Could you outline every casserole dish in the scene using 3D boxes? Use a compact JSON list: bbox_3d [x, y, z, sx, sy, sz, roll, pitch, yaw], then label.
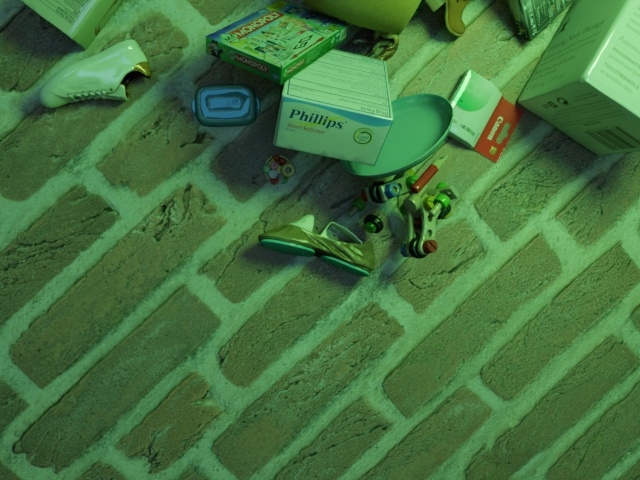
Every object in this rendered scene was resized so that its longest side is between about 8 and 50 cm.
[{"bbox_3d":[-0.259,-0.371,1.367,0.188,0.037,0.114,-3,97,-7],"label":"casserole dish"}]

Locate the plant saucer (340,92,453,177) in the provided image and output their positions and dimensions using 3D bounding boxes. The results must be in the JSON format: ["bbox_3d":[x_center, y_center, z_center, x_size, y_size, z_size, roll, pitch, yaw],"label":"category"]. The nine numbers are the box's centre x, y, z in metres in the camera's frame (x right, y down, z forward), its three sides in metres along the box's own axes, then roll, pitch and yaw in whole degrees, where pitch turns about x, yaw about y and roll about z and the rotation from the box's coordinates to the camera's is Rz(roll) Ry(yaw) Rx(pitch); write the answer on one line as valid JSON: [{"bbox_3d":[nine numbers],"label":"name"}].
[{"bbox_3d":[0.200,-0.270,1.317,0.317,0.317,0.044,-39,127,-2],"label":"plant saucer"}]

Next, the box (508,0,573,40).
[{"bbox_3d":[0.599,-0.699,1.363,0.183,0.056,0.231,-45,137,-1],"label":"box"}]

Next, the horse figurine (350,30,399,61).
[{"bbox_3d":[0.147,-0.608,1.376,0.174,0.066,0.263,-24,93,-1],"label":"horse figurine"}]

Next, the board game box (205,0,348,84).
[{"bbox_3d":[-0.098,-0.498,1.232,0.213,0.046,0.317,27,48,15],"label":"board game box"}]

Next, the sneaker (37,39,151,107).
[{"bbox_3d":[-0.576,-0.398,1.289,0.290,0.106,0.123,-31,96,-4],"label":"sneaker"}]

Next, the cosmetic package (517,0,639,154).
[{"bbox_3d":[0.824,-0.484,1.338,0.327,0.329,0.394,29,91,-8],"label":"cosmetic package"}]

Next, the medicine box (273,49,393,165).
[{"bbox_3d":[0.029,-0.353,1.267,0.263,0.289,0.149,10,137,-8],"label":"medicine box"}]

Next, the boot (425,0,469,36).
[{"bbox_3d":[0.383,-0.644,1.333,0.152,0.197,0.073,-34,57,29],"label":"boot"}]

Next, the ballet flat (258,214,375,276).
[{"bbox_3d":[0.000,0.000,1.409,0.342,0.116,0.124,16,74,-9],"label":"ballet flat"}]

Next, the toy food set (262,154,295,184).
[{"bbox_3d":[-0.119,-0.199,1.409,0.082,0.020,0.083,-45,99,-1],"label":"toy food set"}]

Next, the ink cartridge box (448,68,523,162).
[{"bbox_3d":[0.470,-0.356,1.449,0.224,0.056,0.181,28,92,-7],"label":"ink cartridge box"}]

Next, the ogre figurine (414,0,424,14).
[{"bbox_3d":[0.245,-0.705,1.328,0.096,0.197,0.118,-31,78,8],"label":"ogre figurine"}]

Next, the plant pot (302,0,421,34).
[{"bbox_3d":[0.121,-0.633,1.248,0.254,0.237,0.237,30,92,-8],"label":"plant pot"}]

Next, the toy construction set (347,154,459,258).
[{"bbox_3d":[0.270,-0.127,1.334,0.257,0.309,0.237,41,65,5],"label":"toy construction set"}]

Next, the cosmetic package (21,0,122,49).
[{"bbox_3d":[-0.580,-0.654,1.251,0.153,0.129,0.296,38,90,-10],"label":"cosmetic package"}]
